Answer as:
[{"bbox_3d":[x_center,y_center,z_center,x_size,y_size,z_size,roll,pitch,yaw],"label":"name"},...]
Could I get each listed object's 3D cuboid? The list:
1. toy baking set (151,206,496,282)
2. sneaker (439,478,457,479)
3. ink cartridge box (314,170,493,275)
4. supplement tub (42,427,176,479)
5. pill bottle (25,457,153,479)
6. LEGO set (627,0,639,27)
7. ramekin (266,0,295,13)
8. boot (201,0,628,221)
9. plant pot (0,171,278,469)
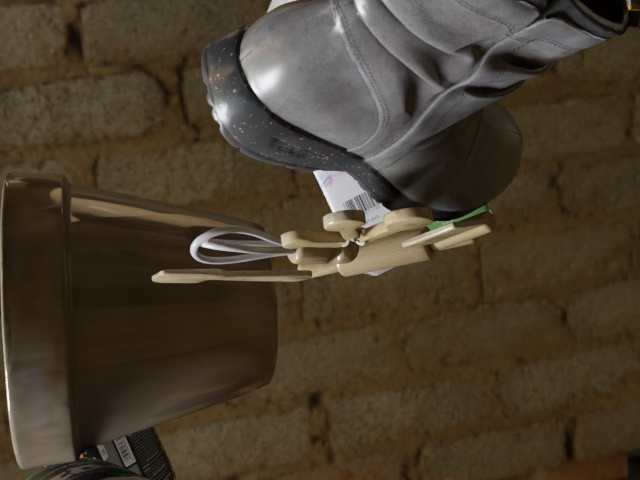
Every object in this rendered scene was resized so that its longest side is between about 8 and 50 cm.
[{"bbox_3d":[0.004,0.001,0.769,0.256,0.030,0.197,-14,165,26],"label":"toy baking set"},{"bbox_3d":[0.141,0.406,1.503,0.175,0.064,0.067,-33,-153,22],"label":"sneaker"},{"bbox_3d":[0.099,-0.117,1.410,0.201,0.278,0.117,-27,170,10],"label":"ink cartridge box"},{"bbox_3d":[-0.384,0.307,1.610,0.194,0.316,0.193,-22,-173,3],"label":"supplement tub"},{"bbox_3d":[-0.234,0.354,1.057,0.204,0.204,0.361,-10,178,-26],"label":"pill bottle"},{"bbox_3d":[0.449,-0.249,1.128,0.331,0.254,0.192,-16,-175,-31],"label":"LEGO set"},{"bbox_3d":[0.066,-0.250,1.125,0.273,0.127,0.273,15,-151,-8],"label":"ramekin"},{"bbox_3d":[0.109,-0.107,0.649,0.223,0.118,0.338,-24,164,35],"label":"boot"},{"bbox_3d":[-0.201,0.083,1.093,0.280,0.323,0.323,-2,-172,-13],"label":"plant pot"}]
